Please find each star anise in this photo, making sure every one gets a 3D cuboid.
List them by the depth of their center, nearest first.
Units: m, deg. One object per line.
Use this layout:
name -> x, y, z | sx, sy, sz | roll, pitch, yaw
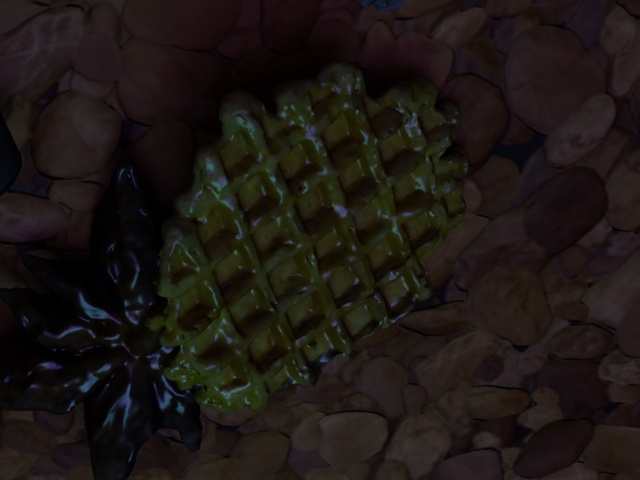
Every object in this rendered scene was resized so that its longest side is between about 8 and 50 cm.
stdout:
star anise -> -0.149, 0.076, 1.217 | 0.349, 0.109, 0.292 | -28, 128, 1

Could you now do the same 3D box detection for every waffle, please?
waffle -> -0.002, -0.001, 1.160 | 0.312, 0.060, 0.307 | -5, 117, -36

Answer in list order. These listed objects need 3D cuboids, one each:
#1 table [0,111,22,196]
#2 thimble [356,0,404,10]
table -> -0.299, -0.057, 1.075 | 0.133, 0.133, 0.043 | -18, 124, 0
thimble -> 0.026, -0.253, 1.013 | 0.151, 0.127, 0.118 | 25, 117, -32
